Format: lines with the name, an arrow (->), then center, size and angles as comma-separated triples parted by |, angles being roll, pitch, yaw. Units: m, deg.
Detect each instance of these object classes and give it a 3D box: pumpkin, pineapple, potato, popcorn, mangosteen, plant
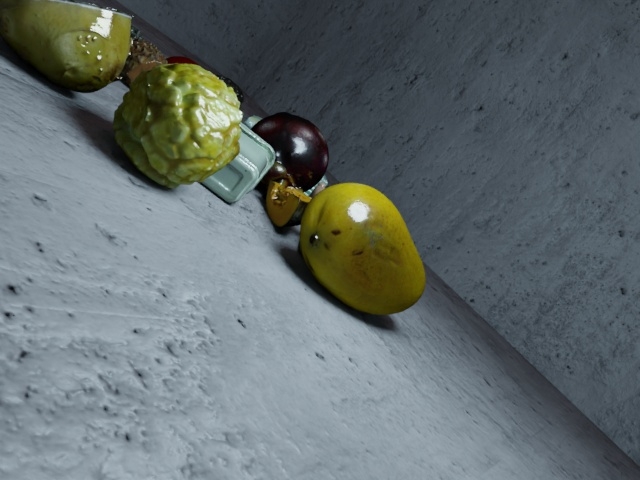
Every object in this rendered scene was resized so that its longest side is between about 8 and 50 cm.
pumpkin -> -0.062, -0.087, 1.636 | 0.162, 0.111, 0.278 | 16, 9, -27
pineapple -> -0.598, -0.616, 1.799 | 0.157, 0.157, 0.279 | 22, 33, -57
potato -> -0.591, -0.445, 1.237 | 0.299, 0.196, 0.246 | 10, 12, -4
popcorn -> -0.308, -0.247, 1.204 | 0.247, 0.282, 0.282 | 33, 13, -43
mangosteen -> -0.122, -0.282, 1.845 | 0.297, 0.297, 0.293 | 40, 21, -3
plant -> -0.434, -0.612, 2.372 | 0.204, 0.178, 0.234 | 48, 18, -18

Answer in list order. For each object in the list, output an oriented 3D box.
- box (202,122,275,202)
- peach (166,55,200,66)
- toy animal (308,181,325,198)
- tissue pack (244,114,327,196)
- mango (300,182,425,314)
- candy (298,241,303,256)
box -> -0.289, -0.242, 1.469 | 0.311, 0.175, 0.182 | 38, 20, -13
peach -> -0.496, -0.553, 1.918 | 0.197, 0.197, 0.197 | 38, 11, -9
toy animal -> 0.038, -0.089, 1.892 | 0.197, 0.171, 0.171 | 31, 13, -13
tissue pack -> -0.162, -0.317, 2.160 | 0.388, 0.162, 0.287 | 38, 8, -11
mango -> 0.128, 0.035, 1.454 | 0.220, 0.302, 0.445 | 2, -27, 47
candy -> 0.000, 0.000, 1.621 | 0.102, 0.104, 0.234 | 34, 12, -8
